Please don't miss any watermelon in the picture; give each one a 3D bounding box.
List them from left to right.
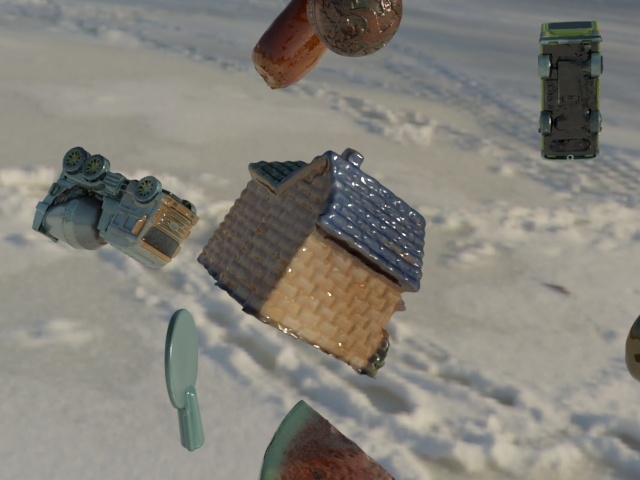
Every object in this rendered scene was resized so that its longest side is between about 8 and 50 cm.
[{"bbox_3d":[0.022,0.364,1.503,0.226,0.318,0.148,2,41,48],"label":"watermelon"}]

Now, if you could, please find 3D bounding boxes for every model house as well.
[{"bbox_3d":[0.000,0.000,1.085,0.166,0.172,0.183,29,1,-36],"label":"model house"}]

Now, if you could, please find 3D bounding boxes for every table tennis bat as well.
[{"bbox_3d":[-0.215,0.225,1.854,0.040,0.244,0.153,0,25,9],"label":"table tennis bat"}]

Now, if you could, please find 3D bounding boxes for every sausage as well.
[{"bbox_3d":[0.007,-0.349,1.710,0.089,0.300,0.083,34,-9,5],"label":"sausage"}]

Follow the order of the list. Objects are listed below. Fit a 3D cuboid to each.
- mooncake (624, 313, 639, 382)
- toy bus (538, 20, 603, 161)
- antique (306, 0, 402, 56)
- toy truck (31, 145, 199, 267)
[{"bbox_3d":[0.686,0.193,2.196,0.234,0.235,0.117,-4,17,-38],"label":"mooncake"},{"bbox_3d":[0.337,-0.202,1.575,0.088,0.175,0.101,-1,30,11],"label":"toy bus"},{"bbox_3d":[0.036,-0.237,1.191,0.104,0.104,0.104,7,15,-2],"label":"antique"},{"bbox_3d":[-0.309,-0.038,1.706,0.256,0.140,0.108,22,-10,36],"label":"toy truck"}]
